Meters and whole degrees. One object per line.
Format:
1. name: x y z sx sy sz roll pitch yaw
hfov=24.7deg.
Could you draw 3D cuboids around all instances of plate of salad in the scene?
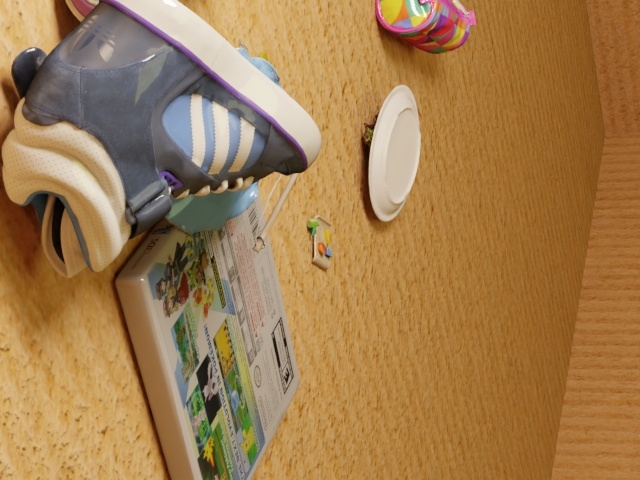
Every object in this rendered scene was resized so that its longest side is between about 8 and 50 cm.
1. plate of salad: 0.099 -0.127 2.119 0.200 0.048 0.200 10 90 -67

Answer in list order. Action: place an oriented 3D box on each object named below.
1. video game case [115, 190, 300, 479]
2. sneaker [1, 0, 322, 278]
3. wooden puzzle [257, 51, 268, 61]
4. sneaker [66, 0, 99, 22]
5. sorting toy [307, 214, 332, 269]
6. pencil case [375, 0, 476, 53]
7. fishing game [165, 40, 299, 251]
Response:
1. video game case: -0.107 0.102 1.540 0.300 0.036 0.329 -61 145 -55
2. sneaker: -0.146 -0.063 1.260 0.236 0.130 0.323 -57 149 -4
3. wooden puzzle: -0.075 -0.159 1.679 0.116 0.014 0.078 -68 146 -49
4. sneaker: -0.166 -0.327 1.315 0.152 0.114 0.305 18 80 -78
5. sorting toy: 0.000 0.000 1.880 0.083 0.012 0.062 34 58 -67
6. pencil case: 0.161 -0.345 2.228 0.236 0.104 0.104 -3 92 -70
7. fishing game: -0.105 -0.100 1.417 0.264 0.041 0.189 24 91 -51
